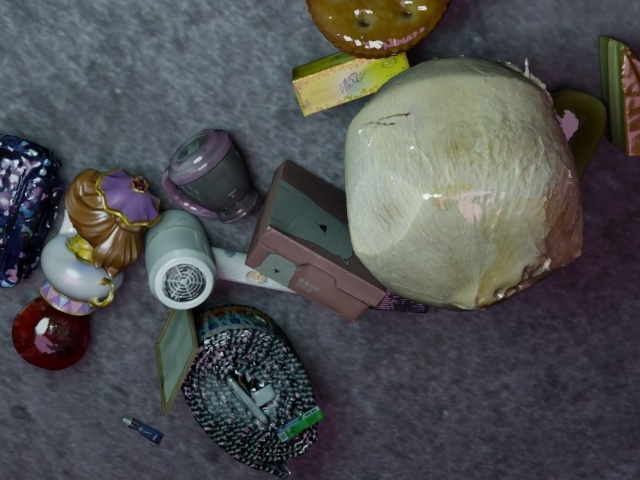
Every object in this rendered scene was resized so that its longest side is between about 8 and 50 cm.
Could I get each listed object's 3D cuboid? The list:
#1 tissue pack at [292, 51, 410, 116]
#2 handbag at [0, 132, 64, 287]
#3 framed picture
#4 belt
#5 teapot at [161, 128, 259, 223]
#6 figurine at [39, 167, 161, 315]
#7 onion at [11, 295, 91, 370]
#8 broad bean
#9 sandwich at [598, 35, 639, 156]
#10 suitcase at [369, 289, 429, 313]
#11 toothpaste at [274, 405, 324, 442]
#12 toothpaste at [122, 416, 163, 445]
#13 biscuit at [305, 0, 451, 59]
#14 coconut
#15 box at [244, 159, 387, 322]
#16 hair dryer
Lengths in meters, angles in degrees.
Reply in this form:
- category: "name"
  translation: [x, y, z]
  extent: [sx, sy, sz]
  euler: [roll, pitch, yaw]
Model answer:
- category: "tissue pack"
  translation: [0.046, -0.256, 1.390]
  extent: [0.176, 0.095, 0.062]
  euler: [-17, 113, 6]
- category: "handbag"
  translation: [-0.510, -0.048, 1.456]
  extent: [0.162, 0.113, 0.260]
  euler: [23, 111, -5]
- category: "framed picture"
  translation: [-0.240, 0.177, 1.507]
  extent: [0.010, 0.201, 0.136]
  euler: [19, 111, -23]
- category: "belt"
  translation: [-0.122, 0.248, 1.564]
  extent: [0.207, 0.160, 0.295]
  euler: [-41, 114, -3]
- category: "teapot"
  translation: [-0.175, -0.087, 1.449]
  extent: [0.148, 0.116, 0.146]
  euler: [-33, 120, 8]
- category: "figurine"
  translation: [-0.352, -0.006, 1.453]
  extent: [0.189, 0.142, 0.263]
  euler: [47, 118, 27]
- category: "onion"
  translation: [-0.454, 0.153, 1.535]
  extent: [0.131, 0.131, 0.131]
  euler: [0, 112, -1]
- category: "broad bean"
  translation: [0.381, -0.156, 1.454]
  extent: [0.124, 0.082, 0.174]
  euler: [12, 102, -6]
- category: "sandwich"
  translation: [0.518, -0.229, 1.402]
  extent: [0.144, 0.117, 0.187]
  euler: [-10, 110, 0]
- category: "suitcase"
  translation: [0.131, 0.079, 1.549]
  extent: [0.126, 0.059, 0.086]
  euler: [4, 114, -3]
- category: "toothpaste"
  translation: [-0.035, 0.306, 1.512]
  extent: [0.083, 0.017, 0.020]
  euler: [-29, 110, -9]
- category: "toothpaste"
  translation: [-0.328, 0.348, 1.673]
  extent: [0.083, 0.019, 0.027]
  euler: [35, 90, -18]
- category: "biscuit"
  translation: [0.084, -0.367, 1.315]
  extent: [0.220, 0.066, 0.220]
  euler: [-1, 84, 10]
- category: "coconut"
  translation: [0.205, -0.059, 1.307]
  extent: [0.346, 0.360, 0.346]
  euler: [-2, 155, -1]
- category: "box"
  translation: [0.000, 0.000, 1.435]
  extent: [0.215, 0.215, 0.086]
  euler: [30, 122, -14]
- category: "hair dryer"
  translation: [-0.109, 0.052, 1.495]
  extent: [0.357, 0.173, 0.107]
  euler: [10, 113, -20]
